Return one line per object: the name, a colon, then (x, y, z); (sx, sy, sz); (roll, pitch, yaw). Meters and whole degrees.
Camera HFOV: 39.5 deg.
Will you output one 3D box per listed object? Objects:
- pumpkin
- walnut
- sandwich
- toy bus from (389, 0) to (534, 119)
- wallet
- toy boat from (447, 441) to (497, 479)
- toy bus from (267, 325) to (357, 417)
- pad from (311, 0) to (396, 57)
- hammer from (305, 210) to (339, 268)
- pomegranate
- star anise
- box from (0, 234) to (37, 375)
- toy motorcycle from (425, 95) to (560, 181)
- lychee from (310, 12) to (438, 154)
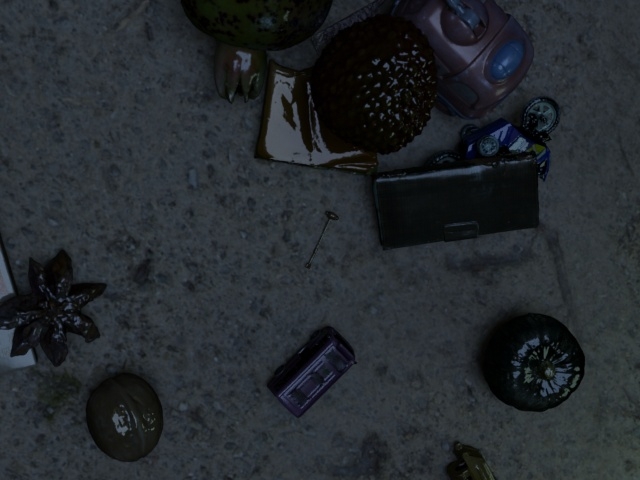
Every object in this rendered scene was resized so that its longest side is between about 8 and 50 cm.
pumpkin: (0.443, 0.254, 1.843); (0.212, 0.152, 0.211); (-6, 115, -14)
walnut: (-0.364, 0.330, 1.663); (0.140, 0.140, 0.162); (-15, 112, -12)
sandwich: (0.008, -0.241, 1.708); (0.245, 0.063, 0.212); (7, 97, -15)
toy bus: (0.271, -0.367, 1.664); (0.294, 0.232, 0.197); (43, 86, -15)
wallet: (0.265, -0.078, 1.741); (0.317, 0.044, 0.168); (-8, 117, 2)
toy boat: (0.338, 0.533, 1.906); (0.088, 0.068, 0.226); (-28, 107, -4)
toy bus: (-0.012, 0.259, 1.758); (0.178, 0.098, 0.087); (-45, 105, -5)
pad: (0.169, -0.381, 1.759); (0.330, 0.004, 0.220); (-31, 104, -8)
hammer: (0.000, 0.000, 1.769); (0.029, 0.014, 0.122); (25, 94, -7)
pomegranate: (-0.119, -0.407, 1.567); (0.285, 0.285, 0.340); (3, 121, -15)
star anise: (-0.479, 0.132, 1.618); (0.197, 0.073, 0.212); (41, 65, -33)
box: (-0.657, 0.079, 1.594); (0.205, 0.051, 0.365); (-15, 101, -12)
toy motorcycle: (0.355, -0.156, 1.788); (0.315, 0.113, 0.168); (-30, 113, 1)
lychee: (0.102, -0.277, 1.574); (0.236, 0.271, 0.235); (7, 68, -18)
